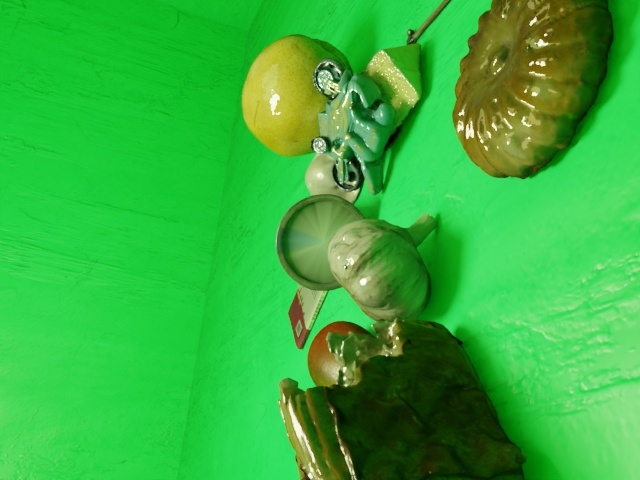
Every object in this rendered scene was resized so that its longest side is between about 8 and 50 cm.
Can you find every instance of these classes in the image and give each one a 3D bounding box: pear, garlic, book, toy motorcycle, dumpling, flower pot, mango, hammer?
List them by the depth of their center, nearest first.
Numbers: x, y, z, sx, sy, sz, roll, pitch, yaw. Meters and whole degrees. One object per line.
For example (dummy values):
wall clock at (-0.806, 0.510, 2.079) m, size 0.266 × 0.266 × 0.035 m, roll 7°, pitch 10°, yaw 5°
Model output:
garlic at (0.130, 0.030, 1.209) m, size 0.212 × 0.218 × 0.218 m, roll -43°, pitch 17°, yaw -9°
mango at (0.063, 0.241, 1.287) m, size 0.146 × 0.129 × 0.289 m, roll -48°, pitch 30°, yaw -9°
hammer at (0.234, -0.472, 1.474) m, size 0.182 × 0.017 × 0.062 m, roll 142°, pitch 138°, yaw -60°
toy motorcycle at (0.081, -0.244, 1.482) m, size 0.198 × 0.109 × 0.296 m, roll 12°, pitch 120°, yaw 37°
flower pot at (0.000, 0.000, 1.574) m, size 0.202 × 0.212 × 0.212 m, roll -147°, pitch 71°, yaw -84°
dumpling at (0.040, -0.142, 1.685) m, size 0.111 × 0.181 × 0.155 m, roll -45°, pitch 47°, yaw -15°
book at (-0.029, 0.145, 1.780) m, size 0.162 × 0.022 × 0.232 m, roll -112°, pitch 40°, yaw -57°
pear at (-0.054, -0.379, 1.805) m, size 0.314 × 0.314 × 0.314 m, roll -166°, pitch 90°, yaw -71°

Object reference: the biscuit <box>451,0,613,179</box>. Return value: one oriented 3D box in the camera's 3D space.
biscuit at (0.295, -0.255, 1.021) m, size 0.326 × 0.107 × 0.326 m, roll -168°, pitch 90°, yaw -74°

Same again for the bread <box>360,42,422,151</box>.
bread at (0.133, -0.316, 1.526) m, size 0.266 × 0.142 × 0.178 m, roll -48°, pitch 18°, yaw 51°

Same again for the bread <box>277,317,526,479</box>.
bread at (0.087, 0.264, 0.945) m, size 0.370 × 0.314 × 0.191 m, roll -115°, pitch 33°, yaw -55°
